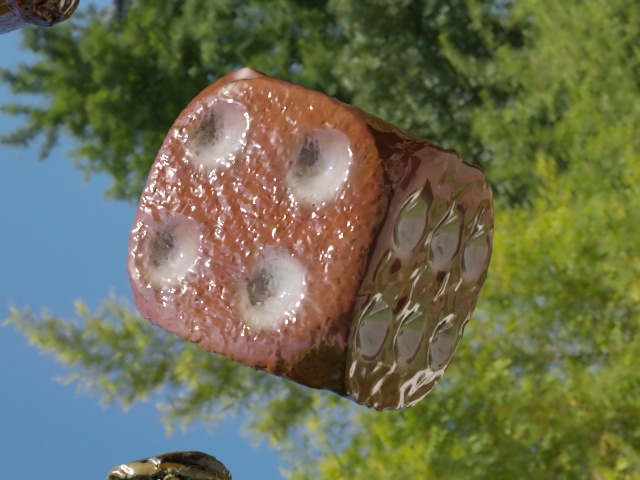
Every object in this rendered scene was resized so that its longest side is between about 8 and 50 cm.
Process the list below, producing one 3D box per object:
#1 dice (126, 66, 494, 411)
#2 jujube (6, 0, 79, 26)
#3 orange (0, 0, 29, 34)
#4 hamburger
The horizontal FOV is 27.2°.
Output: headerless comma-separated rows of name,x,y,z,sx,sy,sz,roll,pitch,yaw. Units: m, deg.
dice,0.000,0.000,0.840,0.179,0.174,0.175,19,177,35
jujube,-0.196,-0.214,0.942,0.077,0.129,0.077,5,-142,-4
orange,-0.291,-0.355,1.144,0.322,0.357,0.322,29,-139,-29
hamburger,-0.152,0.312,1.451,0.159,0.185,0.131,50,-150,-59
